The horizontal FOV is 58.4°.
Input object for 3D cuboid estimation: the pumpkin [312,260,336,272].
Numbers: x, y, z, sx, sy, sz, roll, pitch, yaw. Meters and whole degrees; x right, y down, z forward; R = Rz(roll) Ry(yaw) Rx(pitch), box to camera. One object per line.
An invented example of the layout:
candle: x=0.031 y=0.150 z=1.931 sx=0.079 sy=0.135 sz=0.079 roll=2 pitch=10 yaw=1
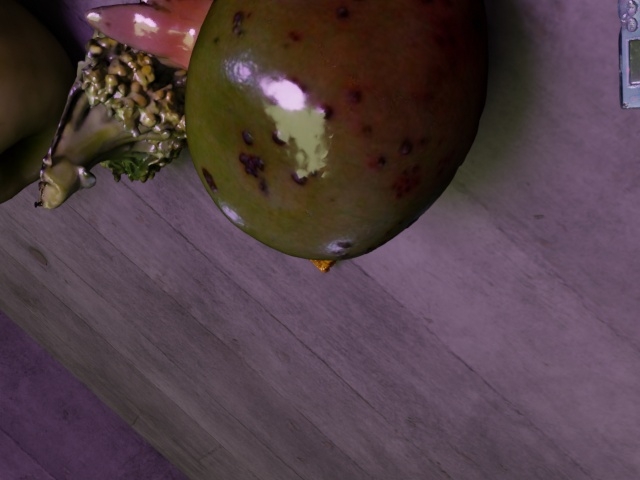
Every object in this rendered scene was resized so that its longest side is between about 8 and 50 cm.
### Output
pumpkin: x=0.000 y=0.000 z=0.808 sx=0.074 sy=0.054 sz=0.083 roll=41 pitch=163 yaw=6

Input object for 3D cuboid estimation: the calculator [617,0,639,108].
calculator: x=0.264 y=-0.183 z=0.448 sx=0.057 sy=0.018 sz=0.172 roll=8 pitch=132 yaw=37

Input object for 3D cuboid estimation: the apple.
apple: x=-0.540 y=-0.221 z=0.825 sx=0.357 sy=0.357 sz=0.358 roll=23 pitch=137 yaw=22

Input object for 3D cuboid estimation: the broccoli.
broccoli: x=-0.241 y=-0.144 z=0.752 sx=0.180 sy=0.273 sz=0.242 roll=16 pitch=149 yaw=-22

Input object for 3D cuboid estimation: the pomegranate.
pomegranate: x=-0.020 y=-0.125 z=0.497 sx=0.323 sy=0.291 sz=0.291 roll=0 pitch=131 yaw=6
